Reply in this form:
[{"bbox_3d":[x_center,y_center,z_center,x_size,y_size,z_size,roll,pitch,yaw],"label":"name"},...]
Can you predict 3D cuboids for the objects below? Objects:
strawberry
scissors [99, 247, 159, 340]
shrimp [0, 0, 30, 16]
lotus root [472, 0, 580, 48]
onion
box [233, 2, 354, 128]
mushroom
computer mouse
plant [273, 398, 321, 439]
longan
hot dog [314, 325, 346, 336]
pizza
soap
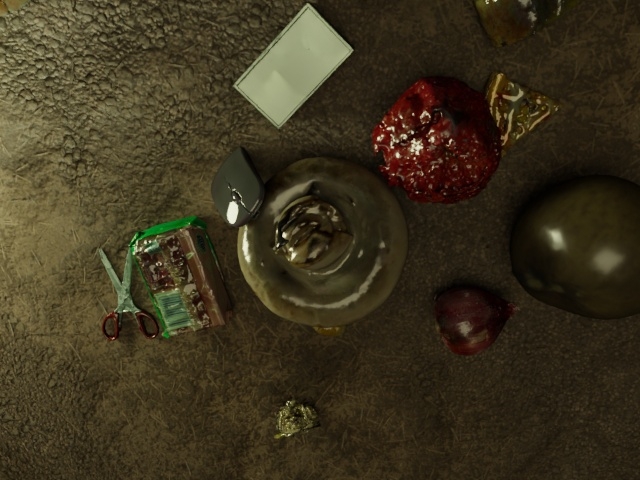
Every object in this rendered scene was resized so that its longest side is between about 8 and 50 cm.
[{"bbox_3d":[0.245,-0.197,1.242,0.274,0.220,0.274,-2,99,-13],"label":"strawberry"},{"bbox_3d":[-0.484,0.134,1.537,0.144,0.017,0.247,-3,109,4],"label":"scissors"},{"bbox_3d":[-0.622,-0.578,1.261,0.317,0.062,0.164,-34,109,19],"label":"shrimp"},{"bbox_3d":[0.414,-0.484,1.202,0.235,0.138,0.119,-40,113,10],"label":"lotus root"},{"bbox_3d":[0.359,0.177,1.429,0.195,0.159,0.159,-16,109,6],"label":"onion"},{"bbox_3d":[-0.054,-0.360,1.291,0.129,0.086,0.225,43,107,-13],"label":"box"},{"bbox_3d":[0.000,0.000,1.287,0.363,0.294,0.362,-2,81,11],"label":"mushroom"},{"bbox_3d":[-0.179,-0.119,1.317,0.057,0.232,0.120,28,110,-35],"label":"computer mouse"},{"bbox_3d":[-0.067,0.476,1.594,0.117,0.104,0.122,21,117,-16],"label":"plant"},{"bbox_3d":[0.554,0.014,1.281,0.319,0.319,0.318,1,110,3],"label":"longan"},{"bbox_3d":[0.042,0.128,1.473,0.084,0.073,0.242,18,110,2],"label":"hot dog"},{"bbox_3d":[0.427,-0.262,1.324,0.176,0.036,0.184,3,111,2],"label":"pizza"},{"bbox_3d":[-0.327,0.094,1.469,0.218,0.098,0.273,-15,108,9],"label":"soap"}]
